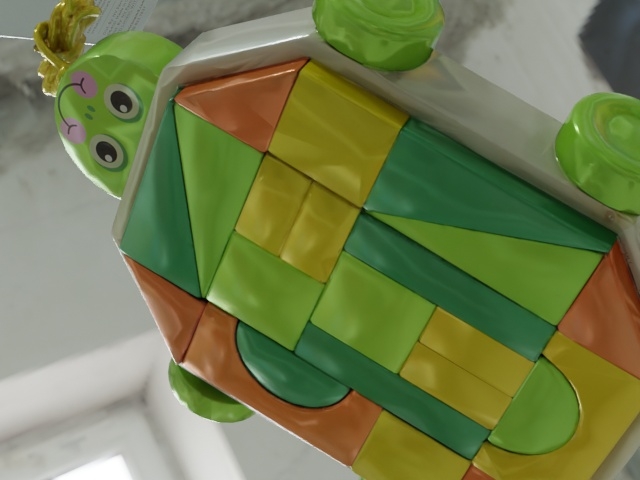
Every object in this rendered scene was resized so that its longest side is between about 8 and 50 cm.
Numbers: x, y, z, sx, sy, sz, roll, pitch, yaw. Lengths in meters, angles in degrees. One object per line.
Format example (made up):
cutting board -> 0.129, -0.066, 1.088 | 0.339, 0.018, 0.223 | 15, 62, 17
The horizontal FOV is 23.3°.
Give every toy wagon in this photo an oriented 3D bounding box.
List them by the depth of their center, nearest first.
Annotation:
toy wagon -> 0.000, 0.000, 0.726 | 0.068, 0.344, 0.267 | -53, -9, -48

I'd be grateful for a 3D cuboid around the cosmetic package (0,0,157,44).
cosmetic package -> -0.302, -0.264, 0.942 | 0.284, 0.377, 0.097 | 0, -52, -53
